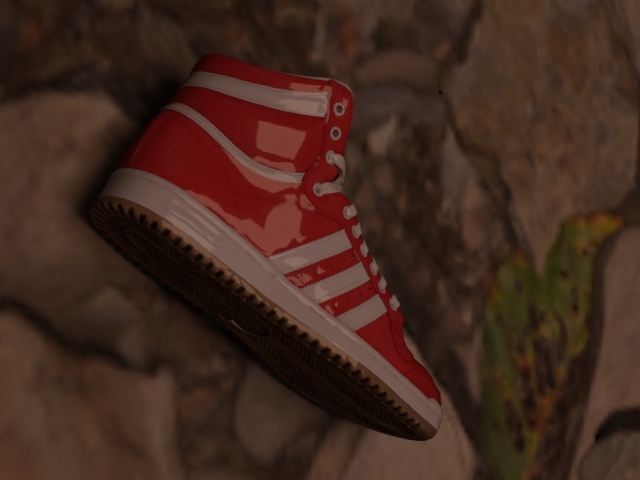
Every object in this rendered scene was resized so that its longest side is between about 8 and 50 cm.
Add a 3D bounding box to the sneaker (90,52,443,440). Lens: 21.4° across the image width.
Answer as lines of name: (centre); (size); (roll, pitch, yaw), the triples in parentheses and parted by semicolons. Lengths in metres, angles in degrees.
sneaker: (0.000, 0.000, 0.452); (0.118, 0.042, 0.067); (41, 62, -28)
